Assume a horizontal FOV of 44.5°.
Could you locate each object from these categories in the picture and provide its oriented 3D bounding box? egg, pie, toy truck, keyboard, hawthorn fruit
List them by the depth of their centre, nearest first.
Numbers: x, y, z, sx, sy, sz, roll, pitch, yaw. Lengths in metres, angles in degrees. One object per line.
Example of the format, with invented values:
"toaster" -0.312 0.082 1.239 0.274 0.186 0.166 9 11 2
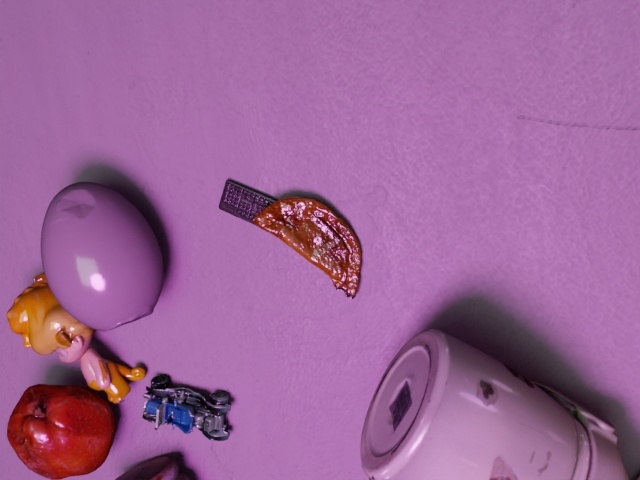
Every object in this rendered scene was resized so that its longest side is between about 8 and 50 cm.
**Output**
"pie" 0.000 -0.003 1.153 0.191 0.033 0.088 39 102 -7
"keyboard" -0.082 -0.042 1.187 0.155 0.010 0.053 23 111 12
"egg" -0.337 0.021 1.203 0.176 0.176 0.232 -16 93 22
"toy truck" -0.224 0.283 1.285 0.154 0.078 0.080 11 109 16
"hawthorn fruit" -0.436 0.312 1.316 0.173 0.173 0.179 -27 126 23

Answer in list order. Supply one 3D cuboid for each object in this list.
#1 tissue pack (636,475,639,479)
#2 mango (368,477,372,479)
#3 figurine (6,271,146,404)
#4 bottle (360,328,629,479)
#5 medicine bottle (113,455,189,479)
"tissue pack" 0.501 0.360 1.043 0.148 0.092 0.196 30 112 9
"mango" 0.164 0.391 1.173 0.237 0.091 0.137 29 106 15
"figurine" -0.408 0.167 1.304 0.246 0.131 0.156 53 155 -16
"bottle" 0.248 0.275 1.038 0.351 0.229 0.229 26 112 -12
"medicine bottle" -0.241 0.539 1.317 0.151 0.151 0.323 -23 96 23
